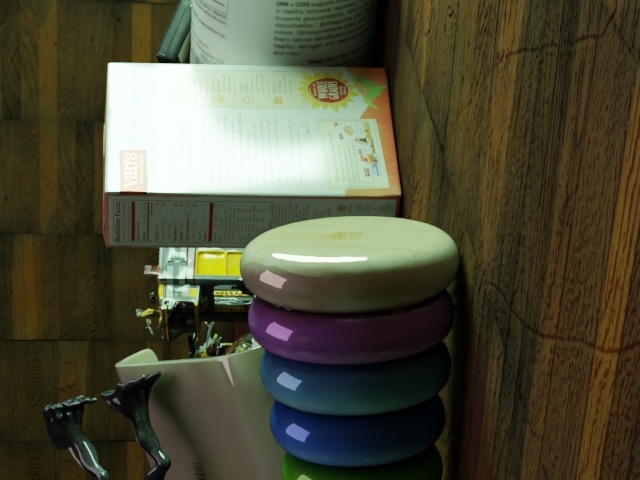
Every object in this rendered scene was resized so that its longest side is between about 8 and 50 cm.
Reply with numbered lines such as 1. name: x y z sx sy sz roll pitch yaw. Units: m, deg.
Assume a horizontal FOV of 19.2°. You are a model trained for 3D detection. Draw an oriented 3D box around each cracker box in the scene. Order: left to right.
1. cracker box: -0.058 -0.069 1.520 0.067 0.232 0.156 97 172 -46

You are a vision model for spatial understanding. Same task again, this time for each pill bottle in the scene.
1. pill bottle: -0.027 -0.239 1.604 0.160 0.160 0.283 -97 10 -55

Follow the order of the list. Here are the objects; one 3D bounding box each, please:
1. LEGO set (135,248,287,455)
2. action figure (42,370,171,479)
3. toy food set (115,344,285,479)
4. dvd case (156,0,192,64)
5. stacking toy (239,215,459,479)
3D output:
1. LEGO set: -0.128 0.154 2.279 0.331 0.192 0.255 92 179 -63
2. action figure: -0.167 0.269 1.745 0.141 0.164 0.276 -31 76 65
3. toy food set: -0.078 0.203 1.805 0.306 0.092 0.220 -11 99 60
4. dvd case: -0.085 -0.195 1.791 0.253 0.022 0.180 67 -137 -68
5. stacking toy: 0.023 0.157 1.237 0.141 0.141 0.330 -112 20 -75
